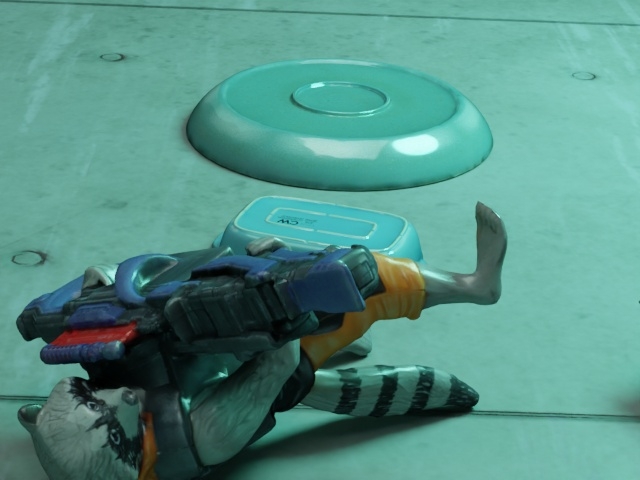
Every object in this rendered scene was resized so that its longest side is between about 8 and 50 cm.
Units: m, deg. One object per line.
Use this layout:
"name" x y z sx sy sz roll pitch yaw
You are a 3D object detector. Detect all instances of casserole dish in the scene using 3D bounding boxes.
"casserole dish" 0.000 0.000 1.264 0.188 0.037 0.114 9 25 15

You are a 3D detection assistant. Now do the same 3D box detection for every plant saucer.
"plant saucer" 0.021 -0.130 1.546 0.318 0.043 0.317 3 25 -1

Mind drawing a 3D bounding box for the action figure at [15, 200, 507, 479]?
"action figure" -0.025 0.078 0.937 0.330 0.178 0.341 -21 8 -32

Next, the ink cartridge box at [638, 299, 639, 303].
"ink cartridge box" 0.436 0.098 1.061 0.307 0.072 0.303 -14 31 -28
